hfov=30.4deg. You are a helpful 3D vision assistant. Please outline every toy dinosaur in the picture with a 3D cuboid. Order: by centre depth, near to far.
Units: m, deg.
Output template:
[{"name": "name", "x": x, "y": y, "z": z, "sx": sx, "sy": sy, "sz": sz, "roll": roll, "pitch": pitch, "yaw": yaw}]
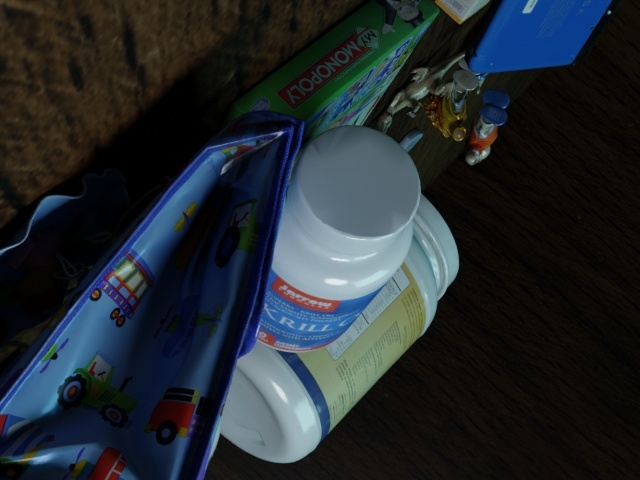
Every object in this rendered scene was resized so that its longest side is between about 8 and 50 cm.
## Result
[{"name": "toy dinosaur", "x": 0.130, "y": -0.195, "z": 1.438, "sx": 0.183, "sy": 0.053, "sz": 0.092, "roll": -39, "pitch": -169, "yaw": 5}]

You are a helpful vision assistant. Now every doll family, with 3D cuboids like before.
[{"name": "doll family", "x": 0.211, "y": -0.225, "z": 1.584, "sx": 0.163, "sy": 0.118, "sz": 0.263, "roll": 102, "pitch": 14, "yaw": -69}]

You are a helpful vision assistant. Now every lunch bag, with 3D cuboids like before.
[{"name": "lunch bag", "x": -0.105, "y": 0.044, "z": 0.765, "sx": 0.293, "sy": 0.138, "sz": 0.221, "roll": -66, "pitch": -174, "yaw": -16}]

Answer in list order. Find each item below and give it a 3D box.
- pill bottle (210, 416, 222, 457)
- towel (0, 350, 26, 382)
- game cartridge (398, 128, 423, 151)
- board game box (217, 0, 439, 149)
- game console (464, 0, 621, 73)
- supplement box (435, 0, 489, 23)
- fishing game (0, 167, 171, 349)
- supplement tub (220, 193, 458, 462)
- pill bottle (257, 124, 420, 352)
[{"name": "pill bottle", "x": -0.183, "y": 0.191, "z": 1.216, "sx": 0.162, "sy": 0.162, "sz": 0.278, "roll": -45, "pitch": 174, "yaw": -14}, {"name": "towel", "x": -0.311, "y": 0.200, "z": 0.984, "sx": 0.209, "sy": 0.034, "sz": 0.285, "roll": -44, "pitch": 174, "yaw": -24}, {"name": "game cartridge", "x": 0.139, "y": -0.155, "z": 1.900, "sx": 0.056, "sy": 0.017, "sz": 0.083, "roll": -44, "pitch": 176, "yaw": 20}, {"name": "board game box", "x": -0.035, "y": -0.071, "z": 1.026, "sx": 0.213, "sy": 0.046, "sz": 0.317, "roll": -43, "pitch": 174, "yaw": -33}, {"name": "game console", "x": 0.294, "y": -0.358, "z": 1.378, "sx": 0.250, "sy": 0.173, "sz": 0.293, "roll": -9, "pitch": 148, "yaw": -24}, {"name": "supplement box", "x": 0.161, "y": -0.264, "z": 1.144, "sx": 0.062, "sy": 0.036, "sz": 0.098, "roll": -41, "pitch": 173, "yaw": -44}, {"name": "fishing game", "x": -0.181, "y": 0.035, "z": 0.735, "sx": 0.189, "sy": 0.041, "sz": 0.264, "roll": -50, "pitch": 174, "yaw": 12}, {"name": "supplement tub", "x": -0.007, "y": 0.078, "z": 1.376, "sx": 0.316, "sy": 0.228, "sz": 0.228, "roll": -43, "pitch": 174, "yaw": -30}, {"name": "pill bottle", "x": 0.000, "y": 0.000, "z": 0.922, "sx": 0.124, "sy": 0.124, "sz": 0.221, "roll": -44, "pitch": 173, "yaw": -25}]
